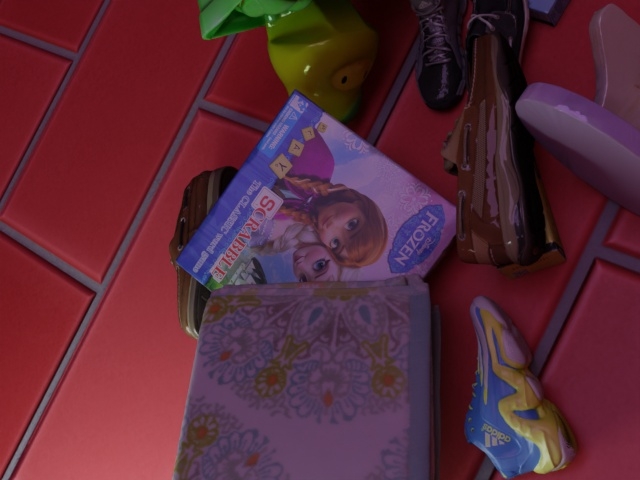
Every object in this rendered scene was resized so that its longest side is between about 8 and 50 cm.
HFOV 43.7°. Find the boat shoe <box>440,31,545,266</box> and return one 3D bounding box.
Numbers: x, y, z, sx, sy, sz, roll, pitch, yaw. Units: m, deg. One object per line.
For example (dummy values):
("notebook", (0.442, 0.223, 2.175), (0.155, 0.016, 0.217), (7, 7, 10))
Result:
("boat shoe", (0.216, -0.120, 1.052), (0.119, 0.122, 0.324), (-11, 67, 29))

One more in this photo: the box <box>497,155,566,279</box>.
("box", (0.266, -0.070, 1.112), (0.087, 0.058, 0.232), (-22, 64, 23))

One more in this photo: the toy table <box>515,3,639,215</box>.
("toy table", (0.392, -0.148, 0.965), (0.161, 0.274, 0.252), (-54, 20, -4))

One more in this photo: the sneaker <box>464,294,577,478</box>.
("sneaker", (0.222, 0.193, 1.026), (0.126, 0.091, 0.240), (-33, 60, 18))

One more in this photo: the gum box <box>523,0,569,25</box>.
("gum box", (0.331, -0.434, 1.211), (0.157, 0.041, 0.184), (32, 90, 35))

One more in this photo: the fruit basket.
("fruit basket", (0.005, -0.369, 1.218), (0.283, 0.392, 0.392), (-24, 59, 49))

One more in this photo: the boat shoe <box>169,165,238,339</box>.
("boat shoe", (-0.194, 0.026, 1.337), (0.104, 0.110, 0.307), (-10, 58, 32))

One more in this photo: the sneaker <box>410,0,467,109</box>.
("sneaker", (0.165, -0.322, 1.216), (0.086, 0.132, 0.229), (-7, 69, 29))

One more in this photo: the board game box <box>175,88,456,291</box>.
("board game box", (0.000, 0.000, 1.168), (0.318, 0.066, 0.319), (37, 98, 12))

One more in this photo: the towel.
("towel", (-0.011, 0.214, 1.003), (0.320, 0.090, 0.375), (-4, 54, 13))

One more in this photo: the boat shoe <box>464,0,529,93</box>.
("boat shoe", (0.251, -0.305, 1.166), (0.084, 0.079, 0.233), (0, 85, 41))
